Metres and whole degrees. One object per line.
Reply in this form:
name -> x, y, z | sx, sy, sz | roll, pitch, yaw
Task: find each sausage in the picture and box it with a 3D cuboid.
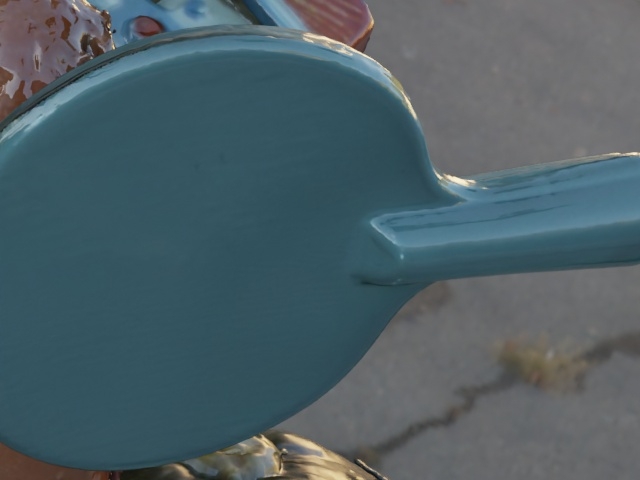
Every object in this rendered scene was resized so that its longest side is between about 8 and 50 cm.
sausage -> -0.122, 0.045, 0.752 | 0.079, 0.326, 0.087 | 15, 37, 11

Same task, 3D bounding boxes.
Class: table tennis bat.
table tennis bat -> 0.000, 0.000, 0.523 | 0.237, 0.149, 0.038 | -7, 38, -25

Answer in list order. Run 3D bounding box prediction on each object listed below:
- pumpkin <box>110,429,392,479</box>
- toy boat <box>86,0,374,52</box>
pumpkin -> -0.080, 0.287, 1.151 | 0.454, 0.344, 0.454 | 7, 1, 0
toy boat -> -0.132, -0.167, 0.996 | 0.332, 0.145, 0.133 | 45, 58, 11
